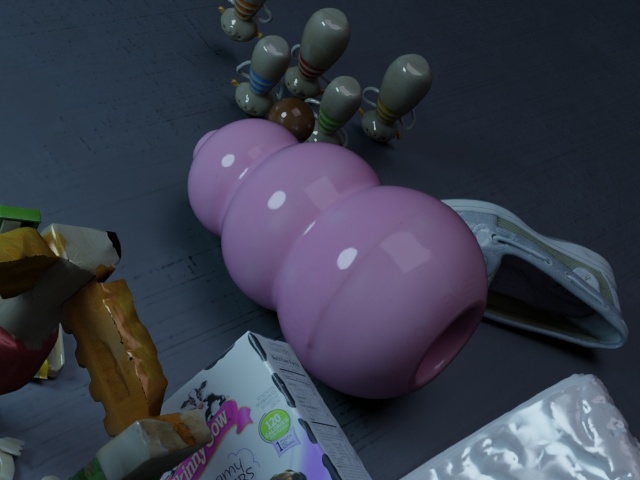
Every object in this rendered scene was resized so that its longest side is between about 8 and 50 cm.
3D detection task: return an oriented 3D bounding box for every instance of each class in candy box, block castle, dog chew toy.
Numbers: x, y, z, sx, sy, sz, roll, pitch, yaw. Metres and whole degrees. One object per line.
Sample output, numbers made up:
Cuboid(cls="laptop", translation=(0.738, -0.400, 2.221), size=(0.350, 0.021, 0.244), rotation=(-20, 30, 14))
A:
Cuboid(cls="candy box", translation=(-0.053, 0.197, 0.817), size=(0.196, 0.165, 0.070), rotation=(55, 13, 27))
Cuboid(cls="block castle", translation=(-0.209, 0.220, 0.651), size=(0.303, 0.213, 0.453), rotation=(-7, 63, -51))
Cuboid(cls="dog chew toy", translation=(0.000, 0.000, 1.048), size=(0.332, 0.207, 0.206), rotation=(40, 39, 23))

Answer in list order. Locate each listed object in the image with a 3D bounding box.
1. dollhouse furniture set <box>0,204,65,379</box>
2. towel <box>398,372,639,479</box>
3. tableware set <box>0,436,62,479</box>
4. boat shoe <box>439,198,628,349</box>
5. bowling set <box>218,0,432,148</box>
Cuboid(cls="dollhouse furniture set", translation=(-0.260, 0.045, 0.931), size=(0.076, 0.058, 0.152), rotation=(8, 45, -26))
Cuboid(cls="towel", translation=(0.132, 0.305, 0.735), size=(0.053, 0.317, 0.332), rotation=(32, 28, -49))
Cuboid(cls="tableware set", translation=(-0.248, 0.216, 0.793), size=(0.141, 0.020, 0.169), rotation=(31, 39, -2))
Cuboid(cls="boat shoe", translation=(0.206, 0.044, 1.191), size=(0.320, 0.118, 0.103), rotation=(19, 36, -25))
Cuboid(cls="bowling set", translation=(-0.033, -0.175, 1.270), size=(0.287, 0.154, 0.200), rotation=(33, 58, 0))
